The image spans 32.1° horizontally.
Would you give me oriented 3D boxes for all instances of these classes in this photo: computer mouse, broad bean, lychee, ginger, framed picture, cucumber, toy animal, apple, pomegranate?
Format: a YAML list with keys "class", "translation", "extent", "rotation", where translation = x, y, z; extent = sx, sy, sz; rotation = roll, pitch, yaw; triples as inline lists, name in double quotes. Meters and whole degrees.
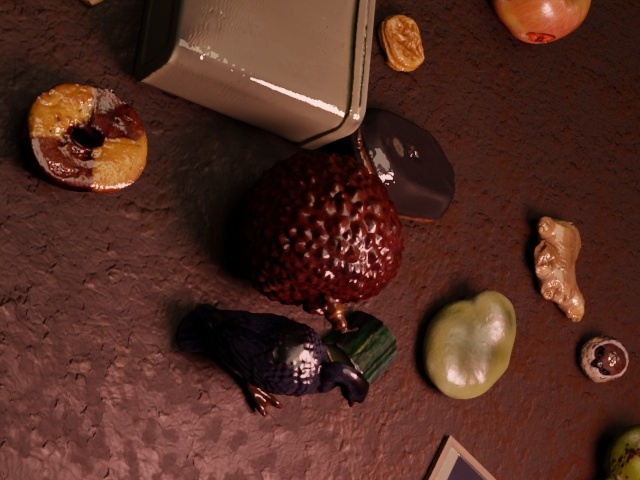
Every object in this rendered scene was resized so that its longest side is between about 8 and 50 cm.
- class: "computer mouse"
  translation: [0.128, -0.129, 1.949]
  extent: [0.323, 0.116, 0.183]
  rotation: [15, 59, -57]
- class: "broad bean"
  translation: [0.274, 0.188, 2.023]
  extent: [0.228, 0.100, 0.169]
  rotation: [-31, 91, -25]
- class: "lychee"
  translation: [0.000, 0.000, 1.744]
  extent: [0.264, 0.264, 0.300]
  rotation: [2, 67, -37]
- class: "ginger"
  translation: [0.469, 0.056, 2.211]
  extent: [0.137, 0.074, 0.213]
  rotation: [0, 86, -37]
- class: "framed picture"
  translation: [0.273, 0.513, 1.991]
  extent: [0.281, 0.019, 0.209]
  rotation: [44, 57, -21]
- class: "cucumber"
  translation: [0.071, 0.192, 1.885]
  extent: [0.115, 0.062, 0.116]
  rotation: [-41, 106, -40]
- class: "toy animal"
  translation: [-0.072, 0.182, 1.703]
  extent: [0.298, 0.185, 0.122]
  rotation: [32, 65, -6]
- class: "apple"
  translation: [0.446, -0.496, 2.258]
  extent: [0.209, 0.164, 0.210]
  rotation: [8, 77, -39]
- class: "pomegranate"
  translation: [0.623, 0.470, 2.171]
  extent: [0.263, 0.211, 0.211]
  rotation: [-20, 93, -4]
- class: "toy animal"
  translation: [0.585, 0.233, 2.243]
  extent: [0.137, 0.098, 0.098]
  rotation: [-14, 88, -39]

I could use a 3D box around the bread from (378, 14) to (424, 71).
- class: "bread"
  translation: [0.149, -0.368, 2.079]
  extent: [0.083, 0.044, 0.111]
  rotation: [-13, 86, -35]

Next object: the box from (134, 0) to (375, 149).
- class: "box"
  translation: [-0.100, -0.367, 1.813]
  extent: [0.343, 0.177, 0.352]
  rotation: [16, 71, -30]

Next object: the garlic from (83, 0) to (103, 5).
- class: "garlic"
  translation: [-0.341, -0.401, 1.718]
  extent: [0.053, 0.041, 0.083]
  rotation: [14, 79, -29]

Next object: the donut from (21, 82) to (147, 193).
- class: "donut"
  translation: [-0.350, -0.144, 1.632]
  extent: [0.184, 0.073, 0.166]
  rotation: [-7, 85, -37]
